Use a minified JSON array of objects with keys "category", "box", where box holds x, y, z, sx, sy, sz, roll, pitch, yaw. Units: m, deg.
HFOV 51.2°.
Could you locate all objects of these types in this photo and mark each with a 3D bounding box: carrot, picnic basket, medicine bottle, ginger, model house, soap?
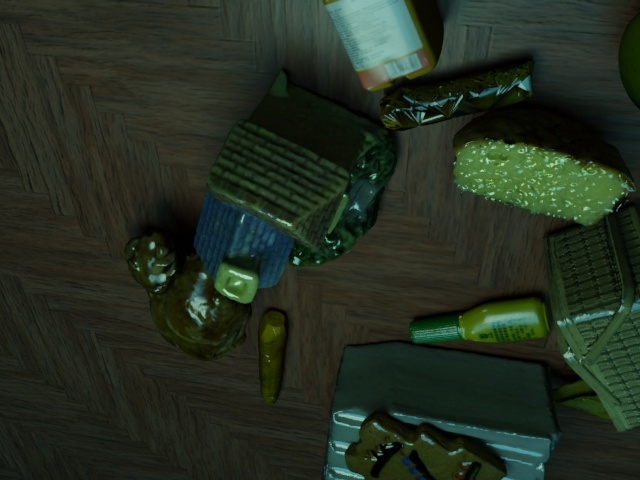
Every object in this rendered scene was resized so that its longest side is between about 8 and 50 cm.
[{"category":"carrot","box":[-0.111,0.274,1.478,0.066,0.066,0.314,12,134,5]},{"category":"picnic basket","box":[0.489,0.127,1.087,0.175,0.228,0.312,-23,121,27]},{"category":"medicine bottle","box":[0.298,0.161,1.269,0.261,0.064,0.095,-11,131,22]},{"category":"ginger","box":[-0.247,0.095,1.253,0.274,0.152,0.357,62,156,-10]},{"category":"medicine bottle","box":[0.072,-0.326,0.863,0.112,0.149,0.222,-14,124,25]},{"category":"model house","box":[-0.048,-0.046,1.040,0.261,0.266,0.321,26,126,2]},{"category":"carrot","box":[0.201,-0.211,0.983,0.229,0.069,0.069,-9,126,20]},{"category":"soap","box":[0.231,0.390,1.384,0.436,0.212,0.350,8,132,8]}]

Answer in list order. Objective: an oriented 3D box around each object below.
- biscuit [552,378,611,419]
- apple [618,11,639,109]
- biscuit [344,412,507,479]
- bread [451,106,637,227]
[{"category":"biscuit","box":[0.567,0.302,1.298,0.183,0.038,0.174,24,142,-29]},{"category":"apple","box":[0.466,-0.238,0.814,0.196,0.196,0.156,-38,77,36]},{"category":"biscuit","box":[0.194,0.423,1.255,0.302,0.043,0.278,-4,128,19]},{"category":"bread","box":[0.318,-0.124,0.982,0.260,0.134,0.129,18,142,0]}]
